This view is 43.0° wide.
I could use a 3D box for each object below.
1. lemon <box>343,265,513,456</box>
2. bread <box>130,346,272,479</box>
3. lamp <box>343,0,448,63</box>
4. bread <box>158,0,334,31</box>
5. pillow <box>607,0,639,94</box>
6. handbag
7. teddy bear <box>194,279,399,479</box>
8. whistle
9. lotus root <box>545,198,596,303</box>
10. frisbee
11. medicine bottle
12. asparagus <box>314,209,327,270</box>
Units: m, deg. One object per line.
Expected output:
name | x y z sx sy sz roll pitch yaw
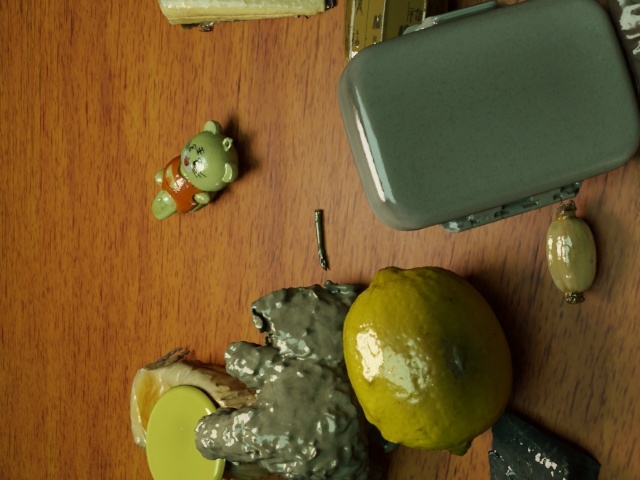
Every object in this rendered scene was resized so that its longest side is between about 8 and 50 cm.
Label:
lemon | 0.162 0.178 1.246 0.284 0.260 0.260 45 125 15
bread | -0.233 0.374 1.681 0.388 0.183 0.236 14 94 43
lamp | 0.113 -0.342 1.234 0.161 0.161 0.185 13 106 37
bread | -0.172 -0.564 1.501 0.404 0.242 0.346 -2 96 6
pillow | 0.449 -0.279 1.039 0.135 0.049 0.249 -22 82 40
handbag | 0.333 0.411 1.275 0.175 0.088 0.271 16 109 45
teddy bear | -0.010 0.251 1.436 0.357 0.224 0.368 17 74 -1
whistle | -0.256 -0.124 1.614 0.288 0.106 0.131 -35 71 38
lotus root | 0.360 0.015 1.169 0.073 0.062 0.151 4 102 62
frisbee | -0.265 0.397 1.572 0.235 0.017 0.236 -6 81 41
medicine bottle | 0.222 -0.169 1.068 0.123 0.374 0.283 143 110 -84
asparagus | 0.000 0.000 1.492 0.015 0.014 0.114 7 106 56
